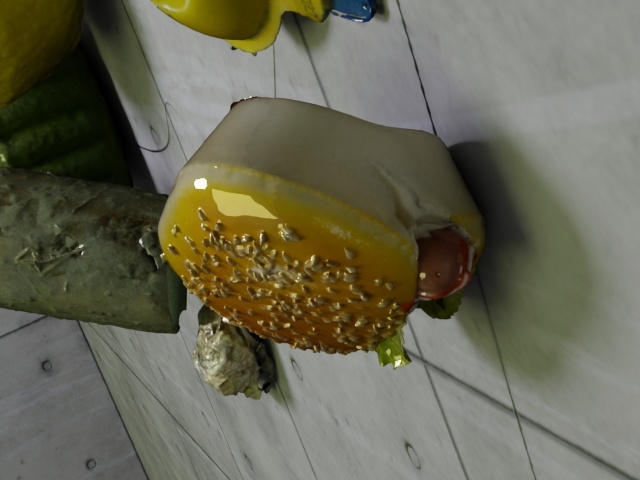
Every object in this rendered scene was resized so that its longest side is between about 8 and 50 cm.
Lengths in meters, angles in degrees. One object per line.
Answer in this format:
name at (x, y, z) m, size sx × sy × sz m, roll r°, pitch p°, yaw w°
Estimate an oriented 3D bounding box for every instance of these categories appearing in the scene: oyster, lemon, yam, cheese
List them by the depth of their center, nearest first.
cheese at (-0.058, -0.181, 0.835) m, size 0.270 × 0.069 × 0.177 m, roll 26°, pitch 144°, yaw 53°
lemon at (-0.366, -0.253, 1.418) m, size 0.268 × 0.268 × 0.322 m, roll 61°, pitch 164°, yaw 14°
oyster at (-0.102, 0.119, 1.484) m, size 0.209 × 0.072 × 0.132 m, roll -153°, pitch 43°, yaw -70°
yam at (-0.268, 0.009, 1.501) m, size 0.161 × 0.268 × 0.161 m, roll 11°, pitch -90°, yaw -88°

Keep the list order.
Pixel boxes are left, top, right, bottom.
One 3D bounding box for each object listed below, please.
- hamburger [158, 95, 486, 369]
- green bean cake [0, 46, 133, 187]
hamburger at (0.000, 0.000, 0.772) m, size 0.210 × 0.173 × 0.116 m, roll 137°, pitch 145°, yaw -74°
green bean cake at (-0.329, -0.130, 1.688) m, size 0.250 × 0.156 × 0.247 m, roll 24°, pitch 136°, yaw 69°
